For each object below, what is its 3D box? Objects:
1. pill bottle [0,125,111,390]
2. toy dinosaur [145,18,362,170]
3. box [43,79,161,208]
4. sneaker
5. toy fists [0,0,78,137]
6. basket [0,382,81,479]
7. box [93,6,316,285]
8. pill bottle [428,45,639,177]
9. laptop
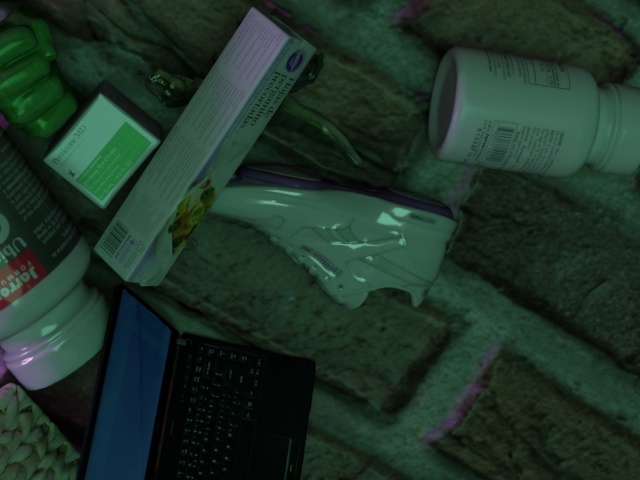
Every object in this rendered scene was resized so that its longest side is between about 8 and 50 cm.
[{"bbox_3d":[-0.360,0.001,1.551,0.176,0.176,0.318,-35,107,2],"label":"pill bottle"},{"bbox_3d":[-0.060,-0.174,1.615,0.268,0.064,0.118,17,104,-16],"label":"toy dinosaur"},{"bbox_3d":[-0.238,-0.107,1.581,0.087,0.102,0.101,40,97,-13],"label":"box"},{"bbox_3d":[0.000,0.000,1.634,0.305,0.114,0.152,12,102,-10],"label":"sneaker"},{"bbox_3d":[-0.339,-0.238,1.513,0.096,0.142,0.279,-22,106,-2],"label":"toy fists"},{"bbox_3d":[-0.400,0.380,1.525,0.331,0.328,0.266,-30,105,24],"label":"basket"},{"bbox_3d":[-0.126,-0.096,1.552,0.067,0.063,0.324,40,103,27],"label":"box"},{"bbox_3d":[0.247,-0.139,1.626,0.229,0.131,0.131,8,103,-10],"label":"pill bottle"},{"bbox_3d":[-0.129,0.199,1.600,0.264,0.136,0.234,14,66,-11],"label":"laptop"}]
